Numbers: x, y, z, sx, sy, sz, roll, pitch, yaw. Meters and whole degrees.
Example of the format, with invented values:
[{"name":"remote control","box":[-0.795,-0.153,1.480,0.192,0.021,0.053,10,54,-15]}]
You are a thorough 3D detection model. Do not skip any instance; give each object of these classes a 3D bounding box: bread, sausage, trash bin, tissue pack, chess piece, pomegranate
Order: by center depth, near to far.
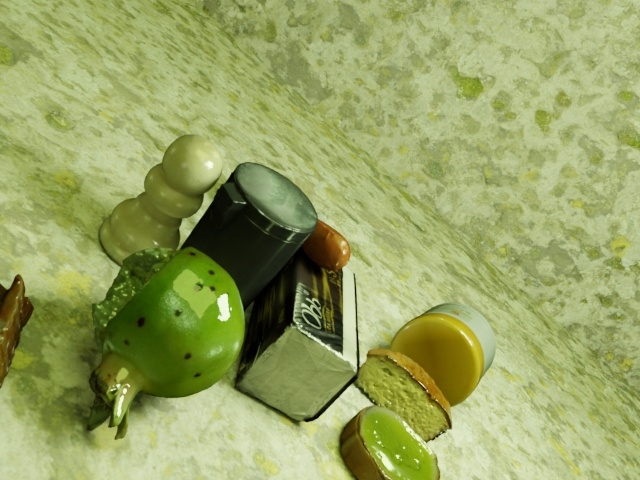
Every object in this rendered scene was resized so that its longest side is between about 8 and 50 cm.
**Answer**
[{"name":"pomegranate","box":[-0.260,0.160,1.013,0.260,0.260,0.340,36,54,-12]},{"name":"chess piece","box":[-0.308,-0.086,1.272,0.167,0.299,0.167,35,24,-18]},{"name":"trash bin","box":[-0.174,0.011,1.312,0.252,0.301,0.203,2,46,-51]},{"name":"bread","box":[0.151,0.458,1.321,0.236,0.070,0.236,33,24,-17]},{"name":"tissue pack","box":[-0.034,0.179,1.350,0.198,0.210,0.370,31,25,-14]},{"name":"sausage","box":[0.000,0.000,1.361,0.179,0.089,0.089,41,19,35]},{"name":"bread","box":[0.207,0.360,1.508,0.260,0.129,0.134,47,23,7]}]

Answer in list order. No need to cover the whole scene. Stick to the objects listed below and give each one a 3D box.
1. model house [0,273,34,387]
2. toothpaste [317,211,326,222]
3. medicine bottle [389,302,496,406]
[{"name":"model house","box":[-0.498,0.077,0.852,0.229,0.199,0.220,43,36,14]},{"name":"toothpaste","box":[-0.037,-0.008,1.869,0.058,0.055,0.314,3,26,11]},{"name":"medicine bottle","box":[0.328,0.298,1.658,0.238,0.238,0.232,48,23,14]}]
